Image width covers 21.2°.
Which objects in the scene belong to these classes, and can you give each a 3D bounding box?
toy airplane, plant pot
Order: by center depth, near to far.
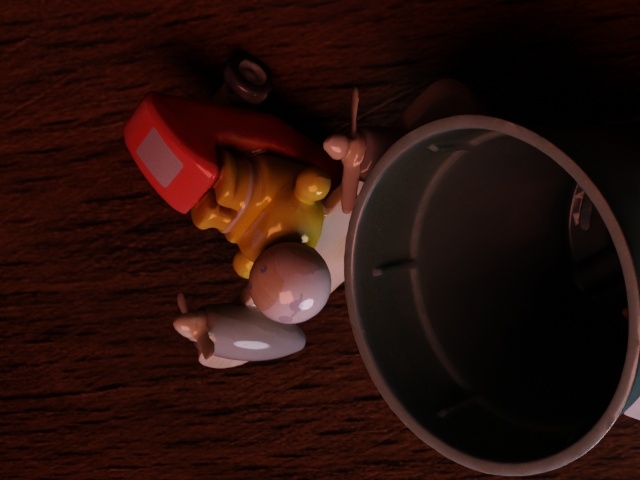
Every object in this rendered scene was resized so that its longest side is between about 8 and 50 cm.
[{"bbox_3d":[0.257,0.024,1.700,0.341,0.334,0.341,12,108,40],"label":"plant pot"},{"bbox_3d":[0.000,0.000,1.853,0.384,0.272,0.386,-3,129,13],"label":"toy airplane"}]

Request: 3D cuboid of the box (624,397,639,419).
[{"bbox_3d":[0.510,0.128,1.930,0.262,0.126,0.231,20,138,0],"label":"box"}]
